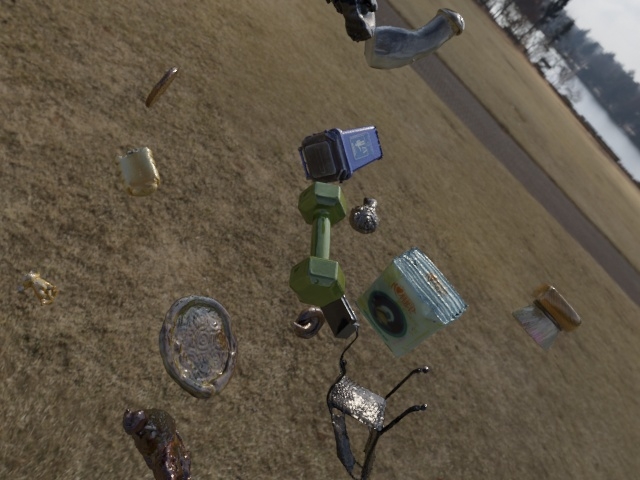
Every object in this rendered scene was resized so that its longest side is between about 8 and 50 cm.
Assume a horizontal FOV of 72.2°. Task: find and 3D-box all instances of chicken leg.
[{"bbox_3d":[-0.357,0.466,0.969,0.083,0.177,0.322,-20,108,-13],"label":"chicken leg"},{"bbox_3d":[0.131,-0.074,1.245,0.085,0.068,0.198,14,28,8],"label":"chicken leg"}]

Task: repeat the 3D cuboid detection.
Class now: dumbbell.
[{"bbox_3d":[0.000,0.000,0.994,0.108,0.121,0.301,31,42,-30],"label":"dumbbell"}]

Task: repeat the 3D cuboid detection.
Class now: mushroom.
[{"bbox_3d":[0.208,-0.438,0.960,0.081,0.224,0.091,-147,-141,-86],"label":"mushroom"},{"bbox_3d":[-0.055,0.315,1.674,0.080,0.135,0.171,22,8,32],"label":"mushroom"}]

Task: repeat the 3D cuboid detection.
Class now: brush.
[{"bbox_3d":[0.764,0.252,1.512,0.267,0.166,0.174,38,16,-44],"label":"brush"}]

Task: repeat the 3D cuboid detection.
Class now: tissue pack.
[{"bbox_3d":[0.317,0.240,1.625,0.162,0.388,0.287,-28,72,-31],"label":"tissue pack"}]

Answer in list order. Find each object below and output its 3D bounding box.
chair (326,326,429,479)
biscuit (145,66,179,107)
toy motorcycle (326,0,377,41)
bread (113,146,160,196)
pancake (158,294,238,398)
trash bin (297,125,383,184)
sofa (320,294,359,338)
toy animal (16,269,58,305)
[{"bbox_3d":[0.076,0.288,0.753,0.149,0.213,0.174,24,20,6],"label":"chair"},{"bbox_3d":[-0.588,-0.569,1.621,0.027,0.188,0.187,39,36,-21],"label":"biscuit"},{"bbox_3d":[0.037,-0.384,0.579,0.401,0.134,0.206,25,65,-64],"label":"toy motorcycle"},{"bbox_3d":[-0.590,-0.221,1.415,0.120,0.084,0.177,-17,80,-21],"label":"bread"},{"bbox_3d":[-0.284,0.247,1.064,0.250,0.031,0.249,37,42,-44],"label":"pancake"},{"bbox_3d":[0.068,-0.278,1.386,0.235,0.184,0.162,-28,108,-41],"label":"trash bin"},{"bbox_3d":[0.056,0.189,1.207,0.060,0.085,0.147,15,33,-40],"label":"sofa"},{"bbox_3d":[-0.676,0.112,1.049,0.083,0.081,0.060,31,55,4],"label":"toy animal"}]
